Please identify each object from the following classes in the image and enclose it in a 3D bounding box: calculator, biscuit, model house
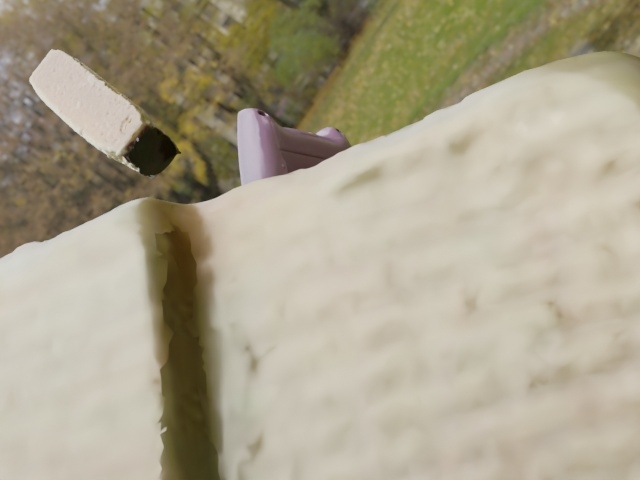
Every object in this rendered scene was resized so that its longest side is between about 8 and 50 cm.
[{"bbox_3d":[0.001,0.000,1.246,0.043,0.294,0.194,-25,-21,36],"label":"calculator"},{"bbox_3d":[-0.193,-0.113,1.042,0.052,0.056,0.188,-53,48,2],"label":"biscuit"},{"bbox_3d":[0.041,0.166,0.510,0.382,0.334,0.343,-23,59,23],"label":"model house"}]
